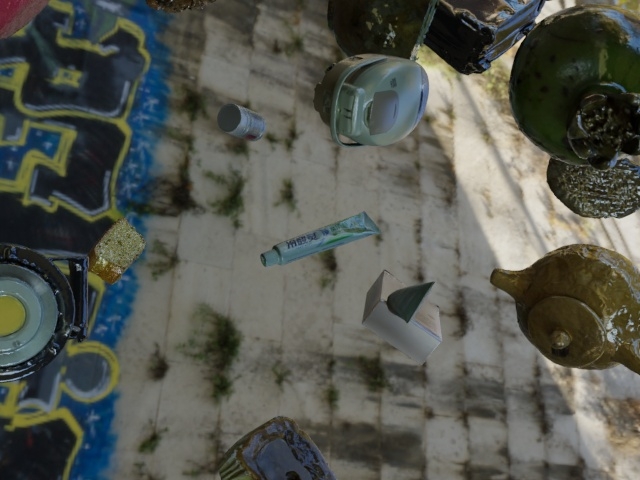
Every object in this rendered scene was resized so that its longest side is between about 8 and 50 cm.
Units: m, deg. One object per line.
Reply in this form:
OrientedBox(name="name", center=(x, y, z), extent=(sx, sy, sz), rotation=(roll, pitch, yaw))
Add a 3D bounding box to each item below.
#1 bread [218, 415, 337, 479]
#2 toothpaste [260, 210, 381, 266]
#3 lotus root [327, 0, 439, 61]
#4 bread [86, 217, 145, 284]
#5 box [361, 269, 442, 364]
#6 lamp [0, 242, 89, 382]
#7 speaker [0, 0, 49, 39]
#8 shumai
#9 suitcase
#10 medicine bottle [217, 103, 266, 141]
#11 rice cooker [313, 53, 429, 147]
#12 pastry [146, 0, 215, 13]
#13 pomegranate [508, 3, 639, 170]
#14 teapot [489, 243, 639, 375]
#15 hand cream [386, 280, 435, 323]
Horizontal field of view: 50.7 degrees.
OrientedBox(name="bread", center=(-0.082, 0.472, 1.359), extent=(0.210, 0.192, 0.110), rotation=(52, -52, 9))
OrientedBox(name="toothpaste", center=(0.000, 0.000, 1.557), extent=(0.075, 0.296, 0.048), rotation=(54, -30, 31))
OrientedBox(name="lotus root", center=(0.136, -0.552, 1.673), extent=(0.149, 0.260, 0.267), rotation=(-54, 167, -53))
OrientedBox(name="bread", center=(-0.489, 0.021, 1.627), extent=(0.065, 0.103, 0.187), rotation=(-46, -170, 31))
OrientedBox(name="box", center=(0.231, 0.209, 1.902), extent=(0.106, 0.203, 0.252), rotation=(-54, -176, 16))
OrientedBox(name="lamp", center=(-0.490, 0.107, 1.064), extent=(0.272, 0.374, 0.205), rotation=(2, -89, 45))
OrientedBox(name="speaker", center=(-0.541, -0.456, 1.012), extent=(0.294, 0.294, 0.294), rotation=(-38, -134, 53))
OrientedBox(name="shumai", center=(0.590, -0.136, 1.462), extent=(0.153, 0.209, 0.161), rotation=(-51, 155, -71))
OrientedBox(name="suitcase", center=(0.419, -0.656, 1.873), extent=(0.339, 0.345, 0.188), rotation=(44, -25, 16))
OrientedBox(name="medicine bottle", center=(-0.152, -0.227, 1.306), extent=(0.058, 0.091, 0.058), rotation=(-2, -94, 26))
OrientedBox(name="rice cooker", center=(0.085, -0.230, 1.095), extent=(0.127, 0.206, 0.145), rotation=(34, -50, 42))
OrientedBox(name="pastry", center=(-0.269, -0.559, 1.262), extent=(0.275, 0.275, 0.193), rotation=(-58, -165, 34))
OrientedBox(name="pomegranate", center=(0.403, -0.195, 0.959), extent=(0.242, 0.242, 0.306), rotation=(-58, -151, 34))
OrientedBox(name="teapot", center=(0.403, 0.125, 1.035), extent=(0.311, 0.167, 0.203), rotation=(33, -47, 23))
OrientedBox(name="hand cream", center=(0.207, 0.149, 1.616), extent=(0.111, 0.070, 0.312), rotation=(-55, 177, -7))
